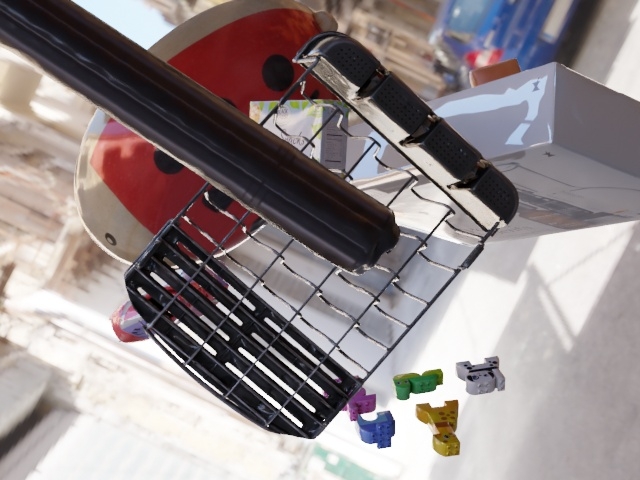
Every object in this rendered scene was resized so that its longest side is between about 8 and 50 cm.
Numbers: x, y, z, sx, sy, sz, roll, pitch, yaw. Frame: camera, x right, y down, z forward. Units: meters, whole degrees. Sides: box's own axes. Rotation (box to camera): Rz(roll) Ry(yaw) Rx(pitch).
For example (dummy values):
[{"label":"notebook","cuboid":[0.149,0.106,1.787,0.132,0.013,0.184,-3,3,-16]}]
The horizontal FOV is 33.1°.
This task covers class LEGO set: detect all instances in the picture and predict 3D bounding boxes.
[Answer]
[{"label":"LEGO set","cuboid":[0.124,0.214,1.305,0.093,0.227,0.087,-119,23,-62]}]

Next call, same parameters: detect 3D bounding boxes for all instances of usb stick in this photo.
[{"label":"usb stick","cuboid":[-0.078,-0.068,0.605,0.045,0.278,0.077,-57,5,2]}]

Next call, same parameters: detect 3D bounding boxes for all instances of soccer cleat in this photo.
[{"label":"soccer cleat","cuboid":[-0.214,0.090,1.656,0.095,0.083,0.248,-21,4,45]}]

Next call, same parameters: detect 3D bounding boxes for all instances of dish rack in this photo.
[{"label":"dish rack","cuboid":[0.000,0.000,0.794,0.271,0.208,0.074,-49,7,-4]}]

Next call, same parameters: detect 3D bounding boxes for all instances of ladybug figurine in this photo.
[{"label":"ladybug figurine","cuboid":[-0.133,-0.127,1.434,0.449,0.305,0.162,-48,40,12]}]

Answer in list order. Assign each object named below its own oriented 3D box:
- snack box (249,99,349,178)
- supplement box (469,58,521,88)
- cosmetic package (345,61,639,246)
[{"label":"snack box","cuboid":[-0.026,-0.093,1.104,0.141,0.037,0.100,9,96,56]},{"label":"supplement box","cuboid":[0.284,-0.235,1.718,0.233,0.080,0.078,-26,-81,-83]},{"label":"cosmetic package","cuboid":[0.218,-0.083,1.266,0.377,0.284,0.097,-11,67,51]}]
